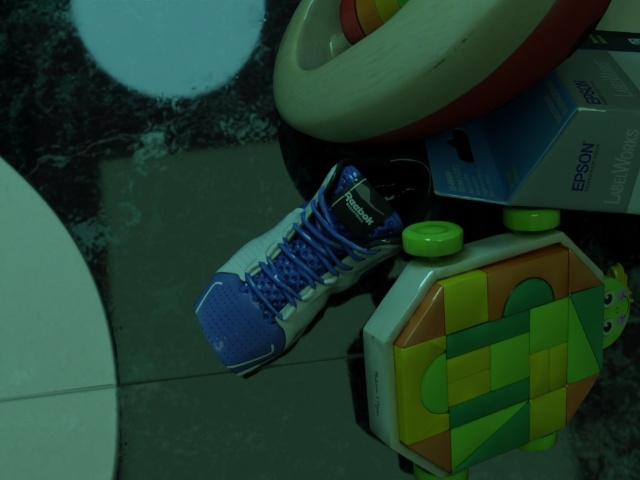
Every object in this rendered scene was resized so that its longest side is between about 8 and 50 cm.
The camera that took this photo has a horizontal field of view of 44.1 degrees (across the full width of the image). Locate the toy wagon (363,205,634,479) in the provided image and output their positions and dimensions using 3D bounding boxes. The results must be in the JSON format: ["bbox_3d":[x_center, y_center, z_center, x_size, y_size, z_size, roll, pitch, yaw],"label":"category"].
[{"bbox_3d":[0.202,0.095,0.796,0.344,0.068,0.267,-14,110,-24],"label":"toy wagon"}]

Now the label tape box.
[{"bbox_3d":[0.287,-0.134,0.818,0.347,0.249,0.115,5,122,-1],"label":"label tape box"}]

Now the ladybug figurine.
[{"bbox_3d":[0.119,-0.225,0.772,0.161,0.449,0.305,29,69,-26],"label":"ladybug figurine"}]

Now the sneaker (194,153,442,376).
[{"bbox_3d":[0.001,-0.001,0.822,0.315,0.182,0.127,-37,80,-7],"label":"sneaker"}]
